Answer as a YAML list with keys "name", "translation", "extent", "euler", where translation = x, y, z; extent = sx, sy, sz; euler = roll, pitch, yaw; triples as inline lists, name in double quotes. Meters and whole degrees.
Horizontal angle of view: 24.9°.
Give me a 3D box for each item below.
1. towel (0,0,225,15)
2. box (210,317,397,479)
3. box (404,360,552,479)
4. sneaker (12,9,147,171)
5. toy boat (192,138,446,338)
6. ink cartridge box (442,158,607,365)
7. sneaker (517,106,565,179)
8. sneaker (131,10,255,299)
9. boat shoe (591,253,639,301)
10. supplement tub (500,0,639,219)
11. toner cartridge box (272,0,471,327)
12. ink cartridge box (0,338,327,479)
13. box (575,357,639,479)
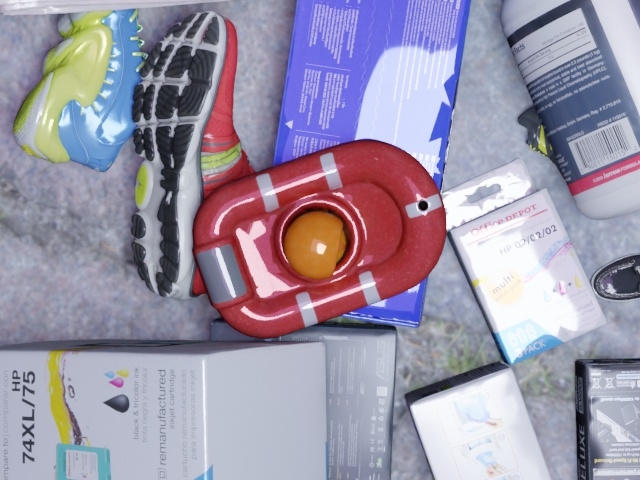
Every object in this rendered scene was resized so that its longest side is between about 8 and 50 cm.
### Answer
- name: "towel"
  translation: [-0.179, -0.385, 1.372]
  extent: [0.317, 0.053, 0.332]
  euler: [-7, 89, -28]
- name: "box"
  translation: [-0.020, 0.195, 1.416]
  extent: [0.183, 0.059, 0.233]
  euler: [2, 90, 2]
- name: "box"
  translation: [0.163, 0.229, 1.380]
  extent: [0.103, 0.114, 0.203]
  euler: [-20, 89, 0]
- name: "sneaker"
  translation: [-0.204, -0.176, 1.430]
  extent: [0.126, 0.091, 0.240]
  euler: [28, 83, -23]
- name: "toy boat"
  translation: [0.000, 0.000, 1.289]
  extent: [0.231, 0.151, 0.151]
  euler: [-20, 95, 1]
- name: "ink cartridge box"
  translation: [0.191, 0.018, 1.410]
  extent: [0.104, 0.061, 0.181]
  euler: [-24, 88, 1]
- name: "sneaker"
  translation: [0.224, -0.095, 1.431]
  extent: [0.035, 0.031, 0.083]
  euler: [-27, 84, 15]
- name: "sneaker"
  translation: [-0.112, -0.082, 1.400]
  extent: [0.107, 0.118, 0.279]
  euler: [20, 106, 44]
- name: "boat shoe"
  translation: [0.329, 0.034, 1.417]
  extent: [0.125, 0.038, 0.046]
  euler: [-7, 88, 2]
- name: "supplement tub"
  translation: [0.283, -0.172, 1.347]
  extent: [0.191, 0.191, 0.272]
  euler: [-22, 88, 1]
- name: "toner cartridge box"
  translation: [0.041, -0.101, 1.395]
  extent: [0.165, 0.075, 0.348]
  euler: [9, 95, -1]
- name: "ink cartridge box"
  translation: [-0.157, 0.191, 1.305]
  extent: [0.270, 0.197, 0.198]
  euler: [-2, 89, 31]
- name: "box"
  translation: [0.405, 0.232, 1.391]
  extent: [0.307, 0.076, 0.242]
  euler: [-2, 89, 2]
